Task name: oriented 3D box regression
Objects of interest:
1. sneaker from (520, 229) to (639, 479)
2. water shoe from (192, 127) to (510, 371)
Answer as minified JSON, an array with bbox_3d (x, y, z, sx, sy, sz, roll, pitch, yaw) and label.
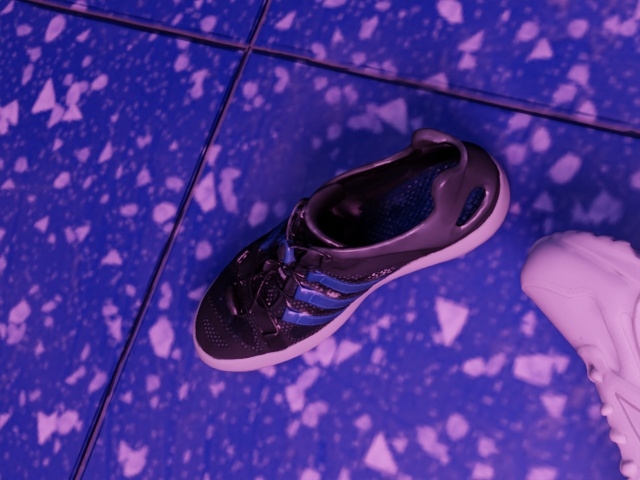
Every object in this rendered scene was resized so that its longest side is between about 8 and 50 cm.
[{"bbox_3d":[0.156,0.088,0.571,0.115,0.090,0.232,-48,55,3],"label":"sneaker"},{"bbox_3d":[0.000,0.000,0.705,0.203,0.080,0.073,-32,59,18],"label":"water shoe"}]
